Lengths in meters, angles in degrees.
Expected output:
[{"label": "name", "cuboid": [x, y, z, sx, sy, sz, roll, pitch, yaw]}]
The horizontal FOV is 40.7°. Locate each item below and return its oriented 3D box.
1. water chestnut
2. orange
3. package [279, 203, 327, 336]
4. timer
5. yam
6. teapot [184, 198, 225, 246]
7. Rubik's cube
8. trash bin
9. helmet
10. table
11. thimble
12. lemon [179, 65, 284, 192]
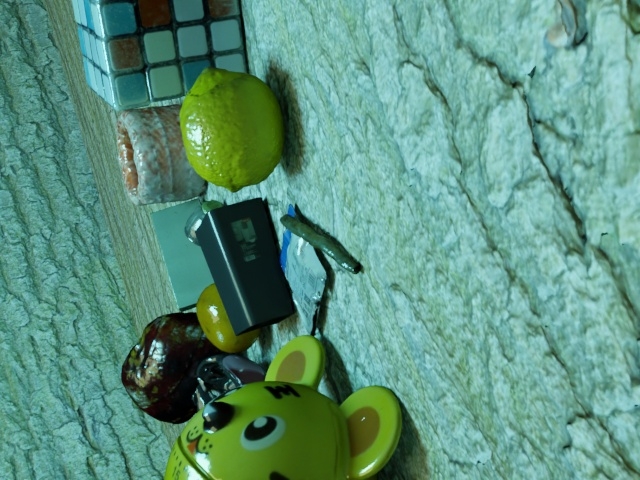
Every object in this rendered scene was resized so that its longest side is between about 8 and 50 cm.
[{"label": "water chestnut", "cuboid": [-0.314, 0.299, 2.011, 0.244, 0.289, 0.289, 38, 141, 25]}, {"label": "orange", "cuboid": [-0.184, 0.155, 1.785, 0.156, 0.124, 0.156, 40, 148, 32]}, {"label": "package", "cuboid": [-0.033, 0.051, 1.477, 0.171, 0.027, 0.173, 100, 153, -49]}, {"label": "timer", "cuboid": [-0.059, 0.351, 1.357, 0.387, 0.376, 0.376, -59, 28, -1]}, {"label": "yam", "cuboid": [-0.001, 0.001, 1.359, 0.234, 0.029, 0.027, 34, 127, 52]}, {"label": "teapot", "cuboid": [-0.225, -0.035, 1.857, 0.092, 0.124, 0.091, -63, -2, -55]}, {"label": "Rubik's cube", "cuboid": [-0.299, -0.397, 1.567, 0.259, 0.253, 0.256, -144, 44, -61]}, {"label": "trash bin", "cuboid": [-0.144, 0.055, 1.641, 0.165, 0.115, 0.225, 142, 111, -67]}, {"label": "helmet", "cuboid": [-0.161, 0.330, 1.799, 0.253, 0.154, 0.198, 2, 97, 50]}, {"label": "table", "cuboid": [-0.302, 0.041, 2.027, 0.111, 0.121, 0.240, 89, 163, -75]}, {"label": "thimble", "cuboid": [-0.367, -0.197, 1.987, 0.239, 0.162, 0.239, 39, 134, 55]}, {"label": "lemon", "cuboid": [-0.145, -0.182, 1.419, 0.180, 0.180, 0.193, 159, 119, -68]}]
